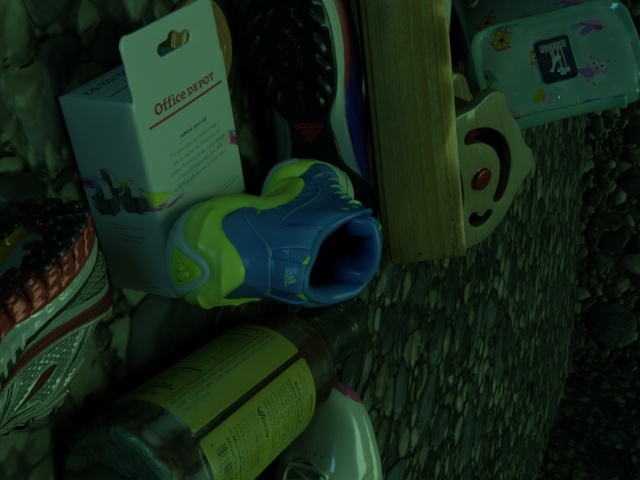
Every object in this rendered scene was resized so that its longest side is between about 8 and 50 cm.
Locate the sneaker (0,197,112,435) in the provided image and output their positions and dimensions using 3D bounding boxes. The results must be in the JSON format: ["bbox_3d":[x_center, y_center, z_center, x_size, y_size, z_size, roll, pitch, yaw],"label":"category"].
[{"bbox_3d":[-0.176,0.080,0.414,0.092,0.088,0.225,77,33,-41],"label":"sneaker"}]

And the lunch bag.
[{"bbox_3d":[0.313,-0.261,1.109,0.262,0.223,0.160,-94,169,-45],"label":"lunch bag"}]

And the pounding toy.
[{"bbox_3d":[0.159,-0.099,1.004,0.154,0.155,0.269,-49,138,-4],"label":"pounding toy"}]

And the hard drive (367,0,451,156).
[{"bbox_3d":[0.120,-0.263,1.000,0.203,0.040,0.307,-18,113,-63],"label":"hard drive"}]

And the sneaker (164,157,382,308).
[{"bbox_3d":[0.000,0.000,0.575,0.240,0.126,0.091,-35,131,-58],"label":"sneaker"}]

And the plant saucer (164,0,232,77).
[{"bbox_3d":[-0.092,-0.148,0.615,0.083,0.013,0.083,-28,122,-59],"label":"plant saucer"}]

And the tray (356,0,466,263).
[{"bbox_3d":[0.072,-0.203,0.737,0.203,0.076,0.410,-82,166,-77],"label":"tray"}]

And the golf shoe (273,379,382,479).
[{"bbox_3d":[-0.016,0.296,0.799,0.140,0.115,0.306,4,93,-62],"label":"golf shoe"}]

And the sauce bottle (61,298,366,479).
[{"bbox_3d":[-0.056,0.126,0.656,0.344,0.111,0.111,-26,120,-60],"label":"sauce bottle"}]

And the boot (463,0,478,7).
[{"bbox_3d":[0.192,-0.341,1.038,0.087,0.042,0.118,61,43,-55],"label":"boot"}]

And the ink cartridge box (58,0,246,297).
[{"bbox_3d":[-0.110,-0.066,0.541,0.104,0.062,0.181,-49,141,-49],"label":"ink cartridge box"}]

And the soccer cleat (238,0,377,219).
[{"bbox_3d":[0.006,-0.101,0.737,0.116,0.109,0.318,-56,142,-51],"label":"soccer cleat"}]
